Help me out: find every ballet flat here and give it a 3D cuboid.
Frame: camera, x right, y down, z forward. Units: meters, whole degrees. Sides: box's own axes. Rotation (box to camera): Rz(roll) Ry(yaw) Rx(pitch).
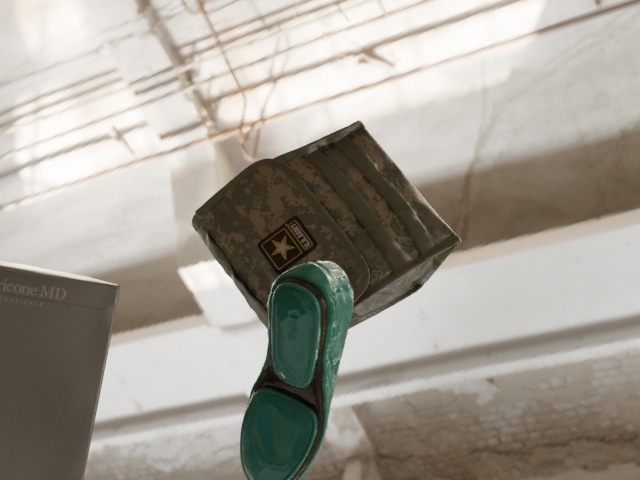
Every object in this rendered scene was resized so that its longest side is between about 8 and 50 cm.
[{"bbox_3d":[-0.014,0.124,0.819,0.083,0.247,0.087,25,-148,23],"label":"ballet flat"}]

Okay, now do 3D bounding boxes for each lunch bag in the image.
[{"bbox_3d":[0.000,0.000,1.200,0.287,0.235,0.169,-27,162,-33],"label":"lunch bag"}]

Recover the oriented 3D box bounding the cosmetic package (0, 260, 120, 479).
[{"bbox_3d":[-0.251,0.135,0.706,0.127,0.238,0.107,10,180,-32],"label":"cosmetic package"}]
